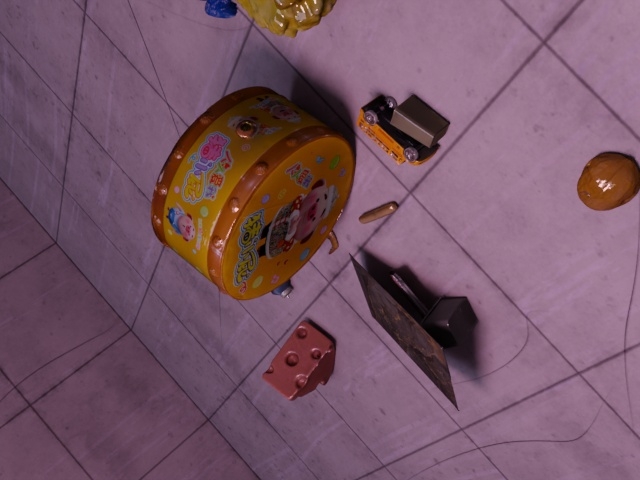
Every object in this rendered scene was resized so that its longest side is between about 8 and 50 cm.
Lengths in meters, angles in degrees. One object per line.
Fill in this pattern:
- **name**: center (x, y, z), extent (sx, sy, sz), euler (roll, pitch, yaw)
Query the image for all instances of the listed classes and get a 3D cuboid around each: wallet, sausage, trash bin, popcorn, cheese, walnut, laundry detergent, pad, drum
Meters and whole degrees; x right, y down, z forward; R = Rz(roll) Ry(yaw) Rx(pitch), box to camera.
- **wallet**: center (0.223, 0.149, 1.849), extent (0.196, 0.020, 0.103), euler (51, 177, 0)
- **sausage**: center (0.126, -0.059, 1.795), extent (0.024, 0.024, 0.132), euler (56, 149, -7)
- **trash bin**: center (0.186, -0.219, 1.520), extent (0.092, 0.061, 0.043), euler (39, 146, 15)
- **popcorn**: center (-0.089, -0.508, 1.478), extent (0.286, 0.173, 0.225), euler (58, 155, -9)
- **cheese**: center (-0.038, 0.358, 2.318), extent (0.128, 0.203, 0.177), euler (32, 172, 25)
- **walnut**: center (0.458, -0.086, 1.316), extent (0.091, 0.052, 0.121), euler (42, 150, 9)
- **laundry detergent**: center (-0.153, 0.081, 2.258), extent (0.206, 0.061, 0.097), euler (48, 146, 6)
- **pad**: center (0.188, 0.204, 1.851), extent (0.367, 0.007, 0.248), euler (46, 164, 44)
- **drum**: center (-0.135, -0.098, 1.720), extent (0.214, 0.431, 0.431), euler (37, 146, 23)

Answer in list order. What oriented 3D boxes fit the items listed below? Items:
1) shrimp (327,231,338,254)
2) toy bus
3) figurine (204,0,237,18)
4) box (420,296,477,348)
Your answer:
- **shrimp**: center (0.000, 0.000, 2.018), extent (0.114, 0.023, 0.083), euler (-9, 118, 51)
- **toy bus**: center (0.148, -0.203, 1.578), extent (0.162, 0.069, 0.074), euler (45, 149, 13)
- **figurine**: center (-0.218, -0.572, 1.621), extent (0.164, 0.120, 0.262), euler (35, 143, 31)
- **box**: center (0.280, 0.177, 1.756), extent (0.069, 0.122, 0.084), euler (-16, 111, 44)
